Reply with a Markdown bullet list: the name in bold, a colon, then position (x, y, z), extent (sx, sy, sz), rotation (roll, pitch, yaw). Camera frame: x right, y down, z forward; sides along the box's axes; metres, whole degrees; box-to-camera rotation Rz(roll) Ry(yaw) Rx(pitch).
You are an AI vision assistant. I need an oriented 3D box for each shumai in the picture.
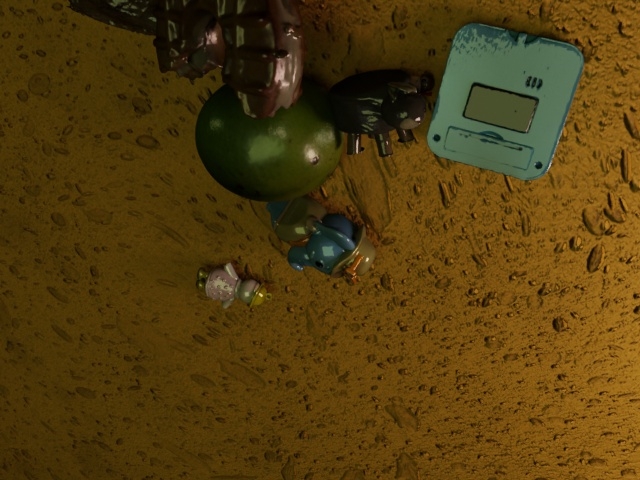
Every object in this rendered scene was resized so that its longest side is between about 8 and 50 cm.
- **shumai**: position (-0.359, -0.517, 1.265), extent (0.218, 0.184, 0.185), rotation (16, 90, 28)

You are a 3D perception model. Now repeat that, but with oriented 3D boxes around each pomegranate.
- **pomegranate**: position (-0.118, -0.234, 1.275), extent (0.309, 0.216, 0.359), rotation (8, 122, 23)

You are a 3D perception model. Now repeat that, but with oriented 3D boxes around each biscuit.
- **biscuit**: position (-0.162, -0.373, 1.095), extent (0.366, 0.115, 0.268), rotation (27, 122, 39)

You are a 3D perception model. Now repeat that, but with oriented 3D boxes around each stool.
- **stool**: position (0.105, -0.232, 1.190), extent (0.153, 0.228, 0.139), rotation (-14, 117, -1)

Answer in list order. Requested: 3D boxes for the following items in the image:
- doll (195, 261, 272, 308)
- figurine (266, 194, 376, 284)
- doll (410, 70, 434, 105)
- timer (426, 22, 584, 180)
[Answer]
- **doll**: position (-0.220, 0.118, 1.619), extent (0.207, 0.081, 0.129), rotation (13, 112, 12)
- **figurine**: position (0.002, -0.004, 1.426), extent (0.262, 0.154, 0.180), rotation (27, 138, 27)
- **doll**: position (0.194, -0.280, 1.223), extent (0.058, 0.040, 0.085), rotation (1, 116, 37)
- **timer**: position (0.335, -0.256, 1.173), extent (0.231, 0.091, 0.250), rotation (19, 114, 13)
